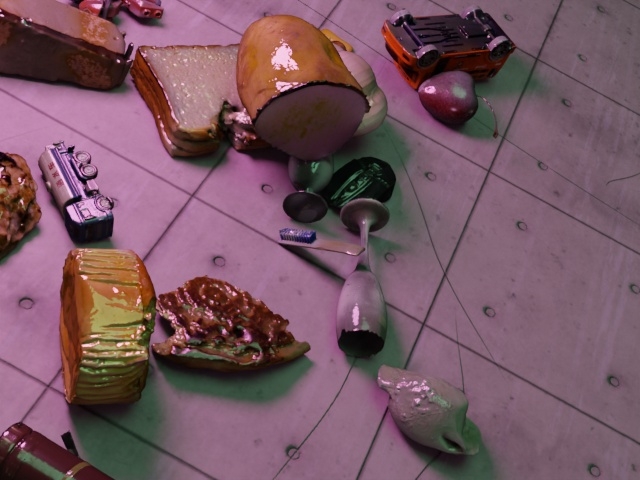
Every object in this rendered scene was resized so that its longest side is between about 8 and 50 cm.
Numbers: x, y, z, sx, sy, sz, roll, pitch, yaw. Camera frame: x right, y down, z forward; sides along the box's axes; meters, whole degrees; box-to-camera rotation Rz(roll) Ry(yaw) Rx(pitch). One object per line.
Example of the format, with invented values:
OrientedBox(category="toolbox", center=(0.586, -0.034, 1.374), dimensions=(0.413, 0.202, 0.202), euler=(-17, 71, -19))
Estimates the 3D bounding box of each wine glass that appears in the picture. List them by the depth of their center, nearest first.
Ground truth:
OrientedBox(category="wine glass", center=(0.139, 0.030, 1.828), dimensions=(0.096, 0.264, 0.309), euler=(36, 40, -31))
OrientedBox(category="wine glass", center=(-0.020, -0.137, 2.005), dimensions=(0.093, 0.093, 0.202), euler=(18, 49, -10))

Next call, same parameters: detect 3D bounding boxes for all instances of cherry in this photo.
OrientedBox(category="cherry", center=(0.296, -0.301, 2.274), dimensions=(0.148, 0.115, 0.188), euler=(21, 49, -33))

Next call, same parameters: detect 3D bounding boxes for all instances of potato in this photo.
OrientedBox(category="potato", center=(-0.062, -0.314, 1.942), dimensions=(0.229, 0.229, 0.266), euler=(-3, 53, -27))

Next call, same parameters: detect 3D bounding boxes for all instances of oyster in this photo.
OrientedBox(category="oyster", center=(-0.602, -0.026, 1.644), dimensions=(0.204, 0.111, 0.396), euler=(42, 44, 9))

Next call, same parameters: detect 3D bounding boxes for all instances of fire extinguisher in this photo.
OrientedBox(category="fire extinguisher", center=(-0.303, 0.374, 1.433), dimensions=(0.341, 0.105, 0.141), euler=(29, 48, 5))

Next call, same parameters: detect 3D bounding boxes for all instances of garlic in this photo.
OrientedBox(category="garlic", center=(0.008, -0.319, 2.112), dimensions=(0.203, 0.184, 0.281), euler=(-38, 73, -24))

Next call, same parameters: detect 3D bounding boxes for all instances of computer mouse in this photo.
OrientedBox(category="computer mouse", center=(0.090, -0.119, 2.060), dimensions=(0.106, 0.062, 0.192), euler=(43, 47, 15))

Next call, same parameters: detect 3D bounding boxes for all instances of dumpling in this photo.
OrientedBox(category="dumpling", center=(0.197, 0.276, 1.741), dimensions=(0.219, 0.108, 0.153), euler=(42, 48, 10))

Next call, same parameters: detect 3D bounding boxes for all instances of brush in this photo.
OrientedBox(category="brush", center=(0.000, 0.001, 1.878), dimensions=(0.179, 0.030, 0.033), euler=(9, 25, 32))

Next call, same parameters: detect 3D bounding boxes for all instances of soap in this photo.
OrientedBox(category="soap", center=(0.038, -0.464, 2.363), dimensions=(0.089, 0.012, 0.034), euler=(39, 47, 10))

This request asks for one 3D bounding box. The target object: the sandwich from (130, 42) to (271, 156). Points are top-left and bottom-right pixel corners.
OrientedBox(category="sandwich", center=(-0.213, -0.285, 2.043), dimensions=(0.273, 0.095, 0.249), euler=(-9, 58, -31))

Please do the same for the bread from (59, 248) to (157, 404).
OrientedBox(category="bread", center=(-0.331, 0.131, 1.580), dimensions=(0.133, 0.179, 0.250), euler=(5, 50, -26))

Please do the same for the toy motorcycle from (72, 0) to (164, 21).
OrientedBox(category="toy motorcycle", center=(-0.430, -0.495, 2.134), dimensions=(0.213, 0.084, 0.118), euler=(-1, 44, -31))

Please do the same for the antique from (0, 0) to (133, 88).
OrientedBox(category="antique", center=(-0.508, -0.388, 1.980), dimensions=(0.284, 0.150, 0.125), euler=(12, 47, -25))

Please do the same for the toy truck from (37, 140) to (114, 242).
OrientedBox(category="toy truck", center=(-0.433, -0.091, 1.793), dimensions=(0.088, 0.074, 0.201), euler=(-16, 60, -28))

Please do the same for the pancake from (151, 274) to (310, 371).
OrientedBox(category="pancake", center=(-0.166, 0.162, 1.713), dimensions=(0.257, 0.056, 0.212), euler=(30, 39, 12))

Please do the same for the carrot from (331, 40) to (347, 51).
OrientedBox(category="carrot", center=(0.045, -0.377, 2.269), dimensions=(0.055, 0.055, 0.161), euler=(2, 57, -23))

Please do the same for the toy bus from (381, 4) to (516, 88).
OrientedBox(category="toy bus", center=(0.284, -0.444, 2.361), dimensions=(0.329, 0.153, 0.143), euler=(-13, 57, -34))
